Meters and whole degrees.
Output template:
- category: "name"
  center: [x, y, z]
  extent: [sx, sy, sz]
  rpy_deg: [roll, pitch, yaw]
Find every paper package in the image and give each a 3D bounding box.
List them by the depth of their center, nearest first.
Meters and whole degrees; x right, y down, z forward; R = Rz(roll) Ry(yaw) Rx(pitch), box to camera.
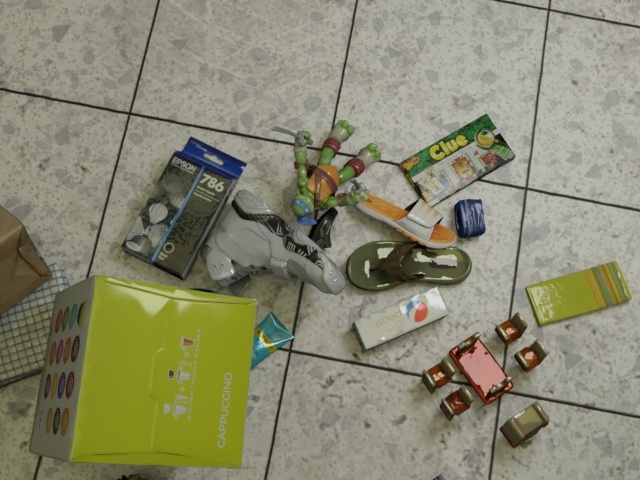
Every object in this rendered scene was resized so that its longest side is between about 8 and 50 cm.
- category: "paper package"
  center: [-0.797, 0.040, 1.722]
  extent: [0.325, 0.168, 0.309]
  rpy_deg: [31, 60, 36]

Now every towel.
- category: "towel"
  center: [-0.678, 0.195, 1.806]
  extent: [0.283, 0.121, 0.235]
  rpy_deg: [-19, 76, -6]
- category: "towel"
  center: [0.617, 0.126, 1.934]
  extent: [0.237, 0.021, 0.102]
  rpy_deg: [-15, 72, -5]

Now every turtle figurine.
- category: "turtle figurine"
  center: [0.039, -0.180, 1.843]
  extent: [0.197, 0.275, 0.266]
  rpy_deg: [18, 45, 22]

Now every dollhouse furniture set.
- category: "dollhouse furniture set"
  center: [0.397, 0.336, 1.836]
  extent: [0.262, 0.135, 0.259]
  rpy_deg: [-30, 68, -10]

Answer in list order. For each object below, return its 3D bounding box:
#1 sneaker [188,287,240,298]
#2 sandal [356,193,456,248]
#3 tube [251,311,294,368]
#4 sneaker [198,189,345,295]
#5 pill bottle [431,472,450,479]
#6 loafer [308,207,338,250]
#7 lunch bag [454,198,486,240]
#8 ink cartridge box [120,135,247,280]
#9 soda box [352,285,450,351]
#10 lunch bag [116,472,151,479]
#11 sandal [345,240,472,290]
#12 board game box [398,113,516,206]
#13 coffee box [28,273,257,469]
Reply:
- category: "sneaker"
  center: [-0.240, 0.148, 1.858]
  extent: [0.162, 0.073, 0.063]
  rpy_deg: [13, 76, 0]
- category: "sandal"
  center: [0.205, -0.066, 1.910]
  extent: [0.265, 0.076, 0.102]
  rpy_deg: [25, 33, 4]
- category: "tube"
  center: [-0.163, 0.259, 1.852]
  extent: [0.207, 0.052, 0.080]
  rpy_deg: [-40, 88, -17]
- category: "sneaker"
  center: [-0.119, 0.056, 1.823]
  extent: [0.366, 0.137, 0.210]
  rpy_deg: [39, 87, 30]
- category: "pill bottle"
  center: [0.243, 0.574, 1.781]
  extent: [0.120, 0.067, 0.067]
  rpy_deg: [-34, 80, -10]
- category: "loafer"
  center: [0.000, 0.000, 1.918]
  extent: [0.061, 0.062, 0.170]
  rpy_deg: [32, 84, -7]
- category: "lunch bag"
  center: [0.354, -0.049, 1.938]
  extent: [0.065, 0.067, 0.098]
  rpy_deg: [-5, 78, -4]
- category: "ink cartridge box"
  center: [-0.320, -0.087, 1.918]
  extent: [0.165, 0.065, 0.333]
  rpy_deg: [25, 76, 4]
- category: "soda box"
  center: [0.186, 0.182, 1.873]
  extent: [0.216, 0.069, 0.074]
  rpy_deg: [-22, 79, -8]
- category: "lunch bag"
  center: [-0.323, 0.652, 1.673]
  extent: [0.305, 0.212, 0.256]
  rpy_deg: [22, 60, 2]
- category: "sandal"
  center: [0.209, 0.049, 1.897]
  extent: [0.302, 0.086, 0.120]
  rpy_deg: [-4, 76, -4]
- category: "board game box"
  center: [0.338, -0.196, 1.994]
  extent: [0.259, 0.030, 0.136]
  rpy_deg: [-31, 78, -9]
- category: "coffee box"
  center: [-0.357, 0.274, 1.629]
  extent: [0.338, 0.334, 0.338]
  rpy_deg: [12, 75, -29]
